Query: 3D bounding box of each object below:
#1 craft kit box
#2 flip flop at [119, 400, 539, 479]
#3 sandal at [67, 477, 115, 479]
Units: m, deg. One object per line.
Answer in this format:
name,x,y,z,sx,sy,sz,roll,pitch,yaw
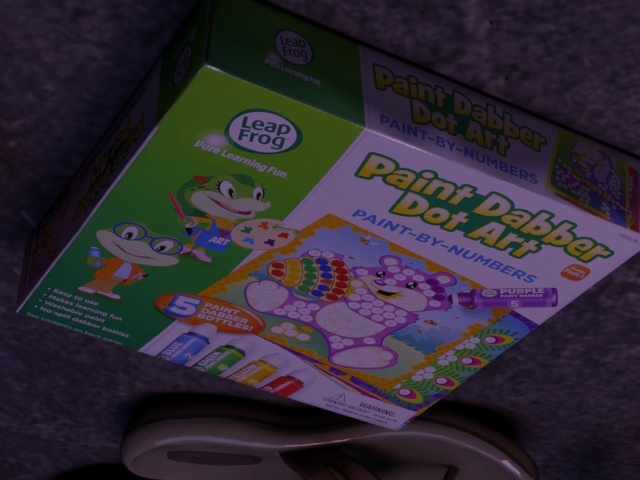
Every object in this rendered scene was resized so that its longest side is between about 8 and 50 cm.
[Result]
craft kit box,0.000,0.000,0.795,0.249,0.061,0.246,19,140,-22
flip flop,0.004,0.160,1.000,0.277,0.080,0.112,5,145,-2
sandal,-0.116,0.218,1.077,0.219,0.060,0.090,8,152,29
